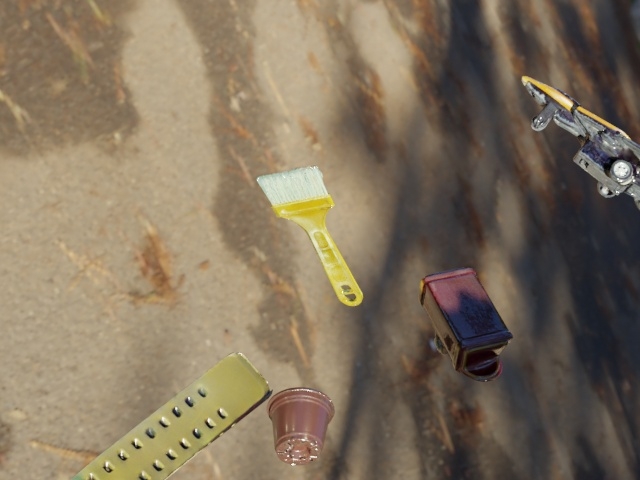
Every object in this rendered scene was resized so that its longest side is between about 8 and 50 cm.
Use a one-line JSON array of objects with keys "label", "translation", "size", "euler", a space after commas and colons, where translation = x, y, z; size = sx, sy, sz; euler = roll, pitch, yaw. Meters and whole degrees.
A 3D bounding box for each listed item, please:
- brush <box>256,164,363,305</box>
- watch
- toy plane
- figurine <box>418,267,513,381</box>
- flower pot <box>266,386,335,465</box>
[{"label": "brush", "translation": [0.000, 0.000, 1.409], "size": [0.218, 0.082, 0.010], "euler": [64, 29, -30]}, {"label": "watch", "translation": [-0.151, 0.209, 0.847], "size": [0.102, 0.165, 0.268], "euler": [40, 50, 16]}, {"label": "toy plane", "translation": [0.444, -0.156, 1.829], "size": [0.316, 0.103, 0.204], "euler": [33, -13, 8]}, {"label": "figurine", "translation": [0.183, 0.123, 1.475], "size": [0.082, 0.098, 0.154], "euler": [-8, 55, -27]}, {"label": "flower pot", "translation": [-0.033, 0.302, 1.790], "size": [0.111, 0.111, 0.089], "euler": [49, 27, -33]}]
